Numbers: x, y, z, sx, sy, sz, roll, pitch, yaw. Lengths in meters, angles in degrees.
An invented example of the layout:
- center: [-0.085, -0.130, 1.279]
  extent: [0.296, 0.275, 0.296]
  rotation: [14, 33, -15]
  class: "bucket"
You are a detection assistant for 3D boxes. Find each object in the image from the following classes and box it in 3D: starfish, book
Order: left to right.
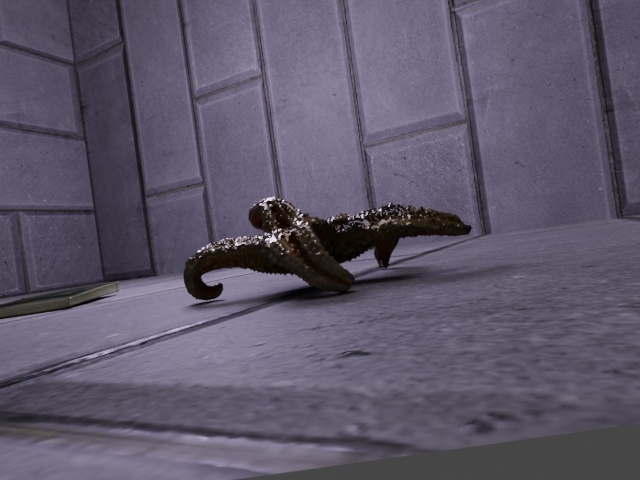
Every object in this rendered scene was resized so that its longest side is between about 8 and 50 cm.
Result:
- center: [-0.531, 0.118, 0.882]
  extent: [0.214, 0.025, 0.282]
  rotation: [-9, 1, -10]
  class: "book"
- center: [0.000, 0.003, 0.570]
  extent: [0.303, 0.113, 0.312]
  rotation: [-11, 11, -43]
  class: "starfish"
